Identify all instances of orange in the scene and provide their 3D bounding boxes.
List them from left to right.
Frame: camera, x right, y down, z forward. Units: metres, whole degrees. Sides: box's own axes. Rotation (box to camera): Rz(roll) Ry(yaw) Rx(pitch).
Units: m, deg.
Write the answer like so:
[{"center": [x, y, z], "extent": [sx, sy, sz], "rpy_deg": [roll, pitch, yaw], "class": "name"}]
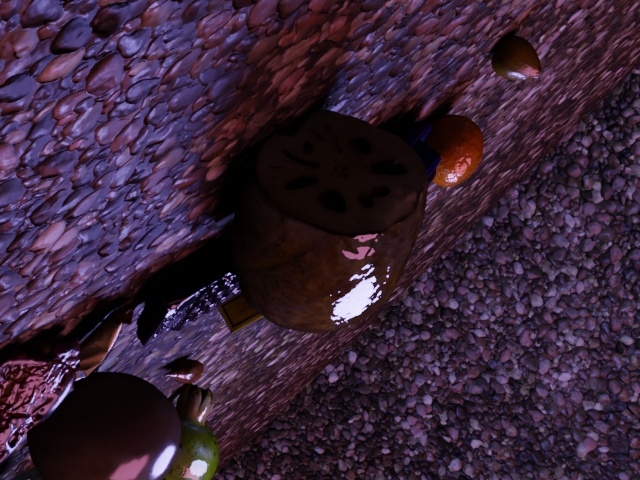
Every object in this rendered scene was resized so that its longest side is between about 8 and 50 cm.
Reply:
[{"center": [0.230, -0.164, 1.868], "extent": [0.117, 0.135, 0.135], "rpy_deg": [14, 133, -33], "class": "orange"}]

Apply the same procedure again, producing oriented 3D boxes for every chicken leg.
[{"center": [-0.429, 0.227, 1.302], "extent": [0.322, 0.083, 0.177], "rpy_deg": [-45, 154, -19], "class": "chicken leg"}]

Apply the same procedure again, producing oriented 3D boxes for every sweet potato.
[{"center": [-0.272, 0.257, 2.019], "extent": [0.049, 0.049, 0.117], "rpy_deg": [-44, 162, 17], "class": "sweet potato"}]

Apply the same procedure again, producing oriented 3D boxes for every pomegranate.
[{"center": [-0.314, 0.439, 2.237], "extent": [0.241, 0.190, 0.159], "rpy_deg": [-41, 144, 9], "class": "pomegranate"}]

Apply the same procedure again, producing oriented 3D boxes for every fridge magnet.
[{"center": [0.111, -0.087, 1.753], "extent": [0.265, 0.112, 0.265], "rpy_deg": [-54, 176, -6], "class": "fridge magnet"}]

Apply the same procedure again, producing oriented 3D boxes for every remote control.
[{"center": [-0.130, 0.039, 1.619], "extent": [0.399, 0.062, 0.144], "rpy_deg": [-32, 166, -44], "class": "remote control"}]

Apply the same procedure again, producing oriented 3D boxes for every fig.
[{"center": [0.338, -0.306, 1.769], "extent": [0.074, 0.088, 0.074], "rpy_deg": [-57, 173, -11], "class": "fig"}]

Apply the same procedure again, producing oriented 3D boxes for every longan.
[{"center": [-0.338, 0.303, 1.602], "extent": [0.246, 0.215, 0.246], "rpy_deg": [-3, 145, -2], "class": "longan"}]

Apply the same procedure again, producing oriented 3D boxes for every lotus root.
[{"center": [0.000, 0.000, 1.440], "extent": [0.250, 0.250, 0.346], "rpy_deg": [-35, 162, -25], "class": "lotus root"}]

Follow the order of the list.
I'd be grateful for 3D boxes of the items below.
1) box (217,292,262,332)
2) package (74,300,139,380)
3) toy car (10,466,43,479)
[{"center": [-0.085, 0.093, 1.836], "extent": [0.141, 0.064, 0.220], "rpy_deg": [-30, 176, 12], "class": "box"}, {"center": [-0.302, 0.137, 1.439], "extent": [0.121, 0.031, 0.108], "rpy_deg": [-45, -167, 7], "class": "package"}, {"center": [-0.582, 0.470, 1.685], "extent": [0.320, 0.097, 0.141], "rpy_deg": [-29, 164, -44], "class": "toy car"}]
